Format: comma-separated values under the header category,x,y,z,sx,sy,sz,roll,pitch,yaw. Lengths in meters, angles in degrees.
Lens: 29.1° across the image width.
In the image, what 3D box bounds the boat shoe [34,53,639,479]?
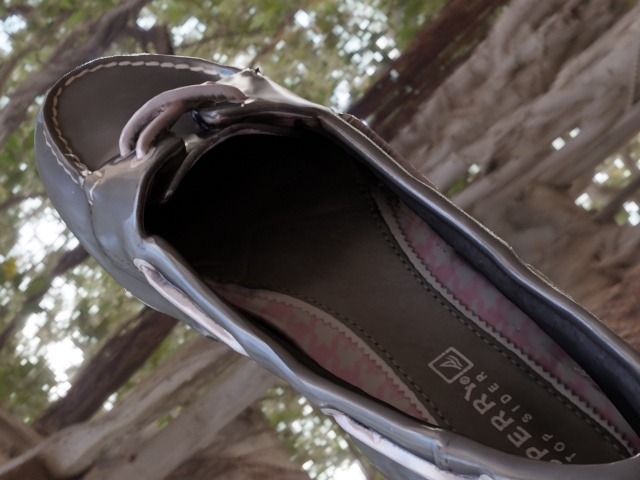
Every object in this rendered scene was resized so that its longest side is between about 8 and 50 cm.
category,x,y,z,sx,sy,sz,roll,pitch,yaw
boat shoe,0.000,0.000,0.446,0.112,0.095,0.335,-38,-124,-19
